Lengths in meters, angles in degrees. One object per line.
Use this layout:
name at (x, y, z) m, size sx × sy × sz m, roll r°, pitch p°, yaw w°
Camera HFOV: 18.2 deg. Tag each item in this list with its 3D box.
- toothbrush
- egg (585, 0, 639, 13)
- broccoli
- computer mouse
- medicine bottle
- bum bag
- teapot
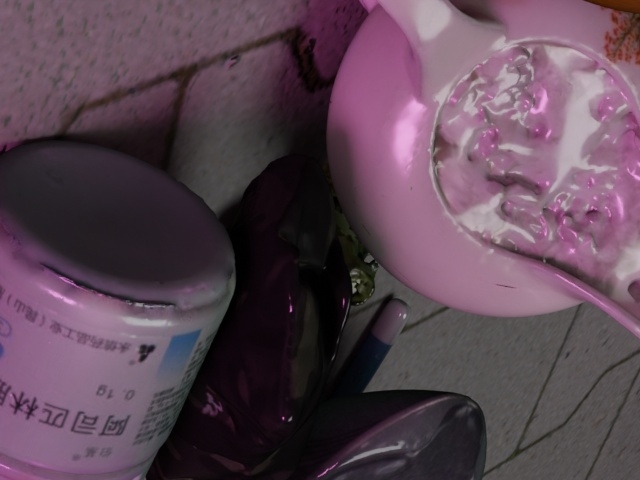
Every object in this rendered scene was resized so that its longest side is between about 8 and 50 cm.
toothbrush at (-0.009, 0.153, 1.409) m, size 0.276 × 0.019 × 0.025 m, roll -58°, pitch 158°, yaw 19°
egg at (0.159, -0.230, 0.891) m, size 0.250 × 0.250 × 0.322 m, roll -45°, pitch 161°, yaw -7°
broccoli at (0.000, 0.000, 1.139) m, size 0.097 × 0.092 × 0.095 m, roll 22°, pitch 112°, yaw -35°
computer mouse at (-0.053, 0.206, 1.349) m, size 0.379 × 0.090 × 0.167 m, roll -37°, pitch 143°, yaw 12°
medicine bottle at (-0.127, 0.055, 0.968) m, size 0.135 × 0.135 × 0.168 m, roll -15°, pitch 139°, yaw -49°
bum bag at (-0.049, 0.089, 1.083) m, size 0.340 × 0.095 × 0.144 m, roll 116°, pitch -19°, yaw -59°
teapot at (0.099, -0.062, 1.064) m, size 0.204 × 0.298 × 0.139 m, roll -46°, pitch -161°, yaw 7°
